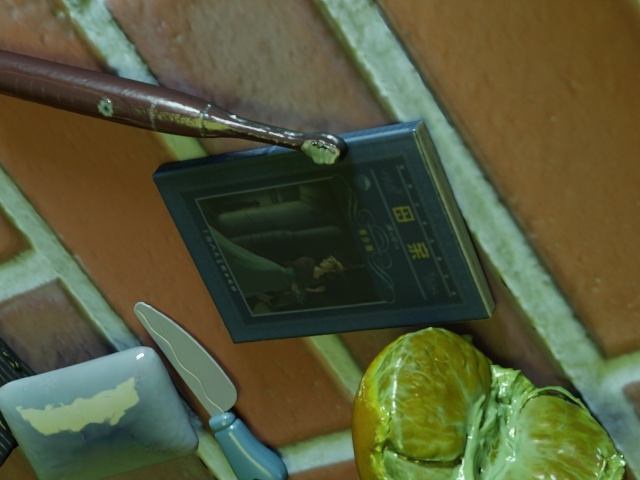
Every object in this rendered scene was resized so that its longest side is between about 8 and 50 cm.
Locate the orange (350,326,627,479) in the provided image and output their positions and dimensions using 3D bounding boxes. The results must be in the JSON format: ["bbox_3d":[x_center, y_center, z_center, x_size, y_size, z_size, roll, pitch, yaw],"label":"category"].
[{"bbox_3d":[0.131,0.192,1.228,0.237,0.179,0.158,26,130,3],"label":"orange"}]

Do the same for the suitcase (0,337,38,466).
[{"bbox_3d":[-0.477,0.124,1.497,0.230,0.152,0.335,-26,111,39],"label":"suitcase"}]

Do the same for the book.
[{"bbox_3d":[0.000,0.000,1.250,0.269,0.025,0.191,-7,121,31],"label":"book"}]

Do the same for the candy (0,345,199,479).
[{"bbox_3d":[-0.223,0.180,1.449,0.174,0.071,0.138,-16,118,11],"label":"candy"}]

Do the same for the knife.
[{"bbox_3d":[-0.104,0.156,1.426,0.058,0.032,0.244,-16,112,37],"label":"knife"}]

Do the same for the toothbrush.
[{"bbox_3d":[-0.146,-0.113,1.220,0.364,0.041,0.041,15,130,18],"label":"toothbrush"}]
